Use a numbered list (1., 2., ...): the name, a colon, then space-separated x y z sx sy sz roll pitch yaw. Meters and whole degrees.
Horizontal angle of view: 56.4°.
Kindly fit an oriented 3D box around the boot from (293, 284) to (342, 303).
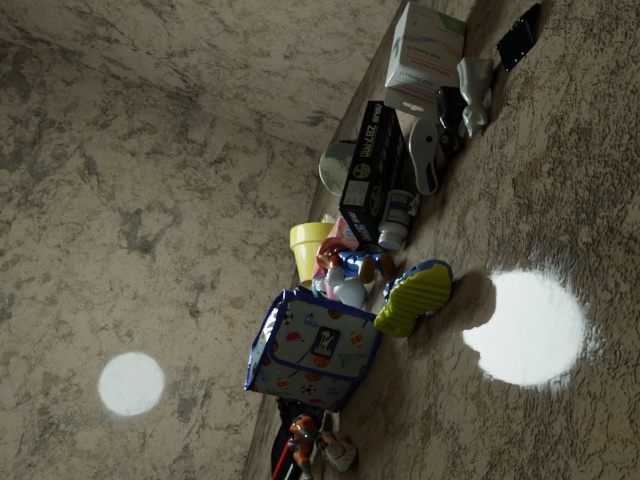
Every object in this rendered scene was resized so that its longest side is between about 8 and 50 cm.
1. boot: -0.030 0.298 2.320 0.094 0.207 0.246 118 167 -46

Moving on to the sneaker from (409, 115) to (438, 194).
1. sneaker: 0.287 -0.243 1.682 0.121 0.079 0.216 -76 -17 -74

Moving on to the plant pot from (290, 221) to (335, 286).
1. plant pot: -0.006 0.071 2.601 0.254 0.254 0.238 132 140 -69

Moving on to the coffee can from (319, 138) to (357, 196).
1. coffee can: 0.136 -0.273 2.187 0.201 0.202 0.275 -69 -14 19

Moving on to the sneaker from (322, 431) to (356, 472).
1. sneaker: 0.049 0.602 1.657 0.215 0.084 0.083 -170 85 -85

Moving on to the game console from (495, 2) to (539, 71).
1. game console: 0.479 -0.481 1.416 0.107 0.071 0.122 -43 -3 -24

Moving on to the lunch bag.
1. lunch bag: -0.025 0.329 1.827 0.239 0.328 0.385 -89 21 -50

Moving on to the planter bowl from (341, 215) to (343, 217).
1. planter bowl: 0.119 -0.038 2.416 0.162 0.109 0.162 -162 90 -82

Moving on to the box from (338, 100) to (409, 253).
1. box: 0.181 -0.196 1.916 0.318 0.097 0.394 59 -137 -59

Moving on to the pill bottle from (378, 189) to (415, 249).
1. pill bottle: 0.229 -0.061 1.822 0.094 0.094 0.169 132 155 -69

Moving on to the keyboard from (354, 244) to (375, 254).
1. keyboard: 0.151 0.062 2.086 0.100 0.038 0.192 -3 42 47

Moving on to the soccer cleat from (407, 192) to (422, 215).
1. soccer cleat: 0.282 -0.110 1.791 0.029 0.036 0.083 124 162 -61

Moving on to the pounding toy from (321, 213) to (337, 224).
1. pounding toy: 0.000 0.000 2.928 0.155 0.154 0.269 -131 60 -80

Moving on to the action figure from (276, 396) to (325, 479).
1. action figure: -0.035 0.641 1.957 0.330 0.179 0.341 -86 -17 -64

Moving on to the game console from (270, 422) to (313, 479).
1. game console: -0.108 0.802 2.305 0.342 0.060 0.386 -104 32 -64

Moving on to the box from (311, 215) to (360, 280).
1. box: 0.087 0.056 2.286 0.300 0.154 0.142 119 167 -57

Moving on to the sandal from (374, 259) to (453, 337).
1. sandal: 0.220 0.117 1.441 0.317 0.126 0.138 124 166 -57

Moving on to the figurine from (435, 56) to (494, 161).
1. figurine: 0.377 -0.340 1.561 0.215 0.092 0.209 128 150 -65

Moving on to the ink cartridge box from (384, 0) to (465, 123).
1. ink cartridge box: 0.328 -0.558 1.867 0.119 0.207 0.353 124 160 -60

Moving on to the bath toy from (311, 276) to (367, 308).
1. bath toy: 0.081 0.189 2.131 0.348 0.151 0.129 175 78 -75

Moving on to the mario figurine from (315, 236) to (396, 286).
1. mario figurine: 0.100 0.095 1.907 0.320 0.198 0.170 12 73 59
